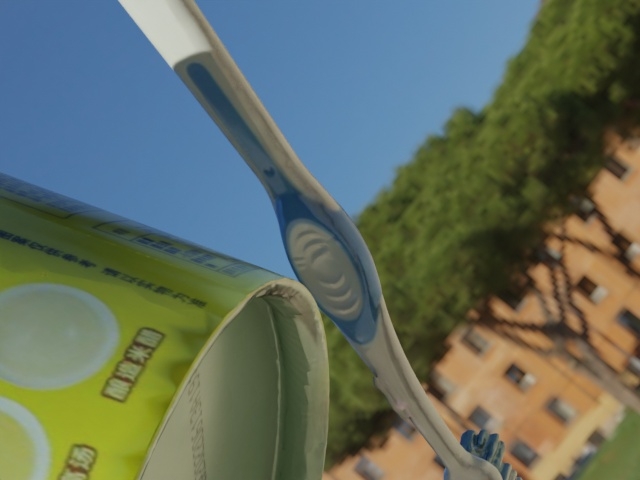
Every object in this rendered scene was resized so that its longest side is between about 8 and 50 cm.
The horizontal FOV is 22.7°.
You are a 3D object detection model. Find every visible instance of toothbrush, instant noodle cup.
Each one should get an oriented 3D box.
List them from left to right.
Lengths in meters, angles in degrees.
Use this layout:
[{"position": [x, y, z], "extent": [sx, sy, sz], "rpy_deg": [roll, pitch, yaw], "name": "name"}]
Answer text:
[{"position": [-0.138, 0.104, 0.528], "extent": [0.311, 0.222, 0.311], "rpy_deg": [12, -90, -74], "name": "instant noodle cup"}, {"position": [-0.001, 0.003, 0.705], "extent": [0.040, 0.386, 0.040], "rpy_deg": [-28, 28, 16], "name": "toothbrush"}]
